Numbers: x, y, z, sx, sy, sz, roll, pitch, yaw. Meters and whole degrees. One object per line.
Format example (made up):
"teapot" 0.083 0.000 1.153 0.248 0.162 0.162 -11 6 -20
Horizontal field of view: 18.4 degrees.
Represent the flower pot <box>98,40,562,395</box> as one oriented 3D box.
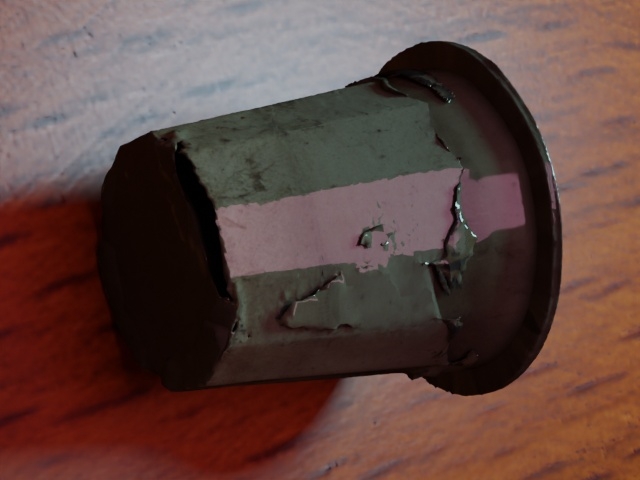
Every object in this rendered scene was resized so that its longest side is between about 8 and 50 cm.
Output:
"flower pot" 0.000 0.000 1.106 0.203 0.212 0.212 -9 85 -34
